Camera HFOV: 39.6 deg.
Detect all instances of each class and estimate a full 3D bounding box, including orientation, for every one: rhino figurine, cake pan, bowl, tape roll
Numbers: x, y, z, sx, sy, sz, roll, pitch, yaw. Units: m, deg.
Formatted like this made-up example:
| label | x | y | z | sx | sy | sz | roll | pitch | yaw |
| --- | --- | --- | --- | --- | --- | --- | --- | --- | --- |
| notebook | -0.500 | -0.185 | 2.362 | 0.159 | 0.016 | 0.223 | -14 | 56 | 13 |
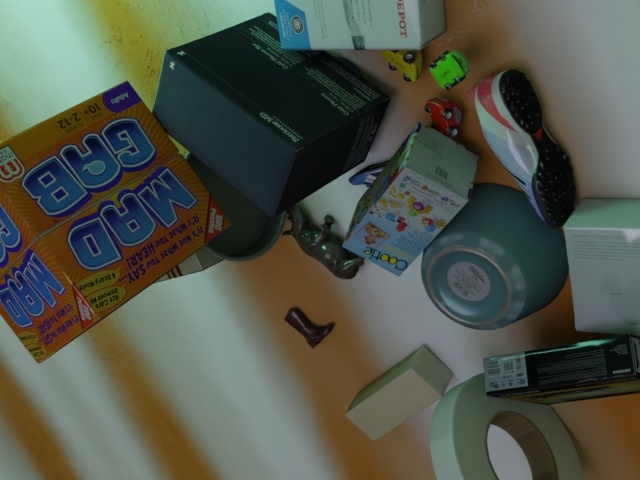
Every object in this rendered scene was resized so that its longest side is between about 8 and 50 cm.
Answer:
| label | x | y | z | sx | sy | sz | roll | pitch | yaw |
| --- | --- | --- | --- | --- | --- | --- | --- | --- | --- |
| rhino figurine | 0.000 | 0.000 | 2.040 | 0.243 | 0.073 | 0.106 | 36 | 126 | 16 |
| cake pan | -0.204 | -0.095 | 1.981 | 0.054 | 0.293 | 0.293 | -11 | 110 | 49 |
| bowl | 0.328 | 0.059 | 1.801 | 0.311 | 0.163 | 0.311 | 16 | 125 | 25 |
| tape roll | 0.394 | 0.465 | 1.842 | 0.392 | 0.392 | 0.072 | 49 | 131 | -1 |

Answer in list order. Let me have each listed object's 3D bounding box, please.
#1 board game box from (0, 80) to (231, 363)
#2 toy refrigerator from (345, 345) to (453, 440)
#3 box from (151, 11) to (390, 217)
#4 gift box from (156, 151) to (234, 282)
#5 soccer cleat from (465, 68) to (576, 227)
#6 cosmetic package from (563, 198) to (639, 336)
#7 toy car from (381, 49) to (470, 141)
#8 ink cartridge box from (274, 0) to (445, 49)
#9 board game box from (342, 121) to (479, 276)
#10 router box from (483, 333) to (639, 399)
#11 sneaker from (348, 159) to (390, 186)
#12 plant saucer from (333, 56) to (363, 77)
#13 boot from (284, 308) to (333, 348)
| label | x | y | z | sx | sy | sz | roll | pitch | yaw |
| --- | --- | --- | --- | --- | --- | --- | --- | --- | --- |
| board game box | -0.476 | -0.032 | 1.774 | 0.356 | 0.356 | 0.356 | 54 | 141 | -3 |
| toy refrigerator | 0.186 | 0.366 | 2.119 | 0.102 | 0.094 | 0.269 | 42 | 132 | -3 |
| box | -0.100 | -0.261 | 1.768 | 0.343 | 0.312 | 0.179 | 39 | 133 | 18 |
| gift box | -0.330 | -0.061 | 2.082 | 0.276 | 0.255 | 0.258 | -14 | 101 | 40 |
| soccer cleat | 0.383 | -0.168 | 1.686 | 0.116 | 0.109 | 0.318 | -7 | 114 | 57 |
| cosmetic package | 0.586 | 0.047 | 1.639 | 0.224 | 0.138 | 0.224 | 3 | 119 | 32 |
| toy car | 0.227 | -0.308 | 1.674 | 0.239 | 0.053 | 0.225 | 54 | 163 | -4 |
| ink cartridge box | 0.068 | -0.483 | 1.678 | 0.307 | 0.129 | 0.223 | 7 | 119 | 30 |
| board game box | 0.178 | -0.078 | 1.785 | 0.144 | 0.142 | 0.275 | 28 | 137 | -9 |
| router box | 0.515 | 0.260 | 1.745 | 0.309 | 0.243 | 0.081 | -17 | 67 | 39 |
| sneaker | 0.124 | -0.132 | 1.896 | 0.144 | 0.053 | 0.059 | -10 | 112 | 38 |
| plant saucer | 0.037 | -0.324 | 1.862 | 0.119 | 0.021 | 0.119 | 16 | 124 | 25 |
| boot | -0.032 | 0.203 | 2.205 | 0.114 | 0.037 | 0.106 | 48 | 129 | 7 |
